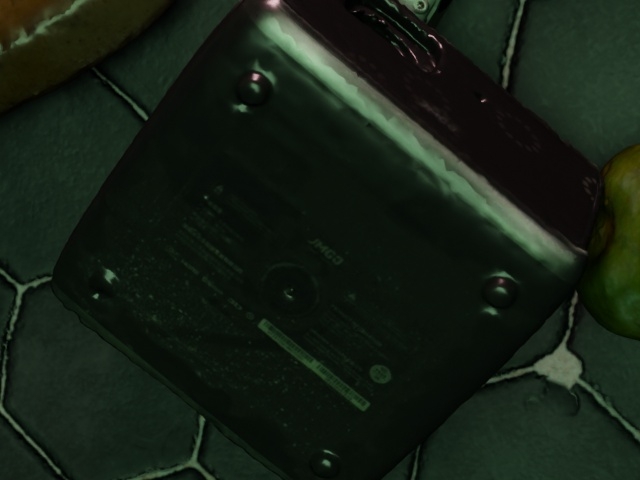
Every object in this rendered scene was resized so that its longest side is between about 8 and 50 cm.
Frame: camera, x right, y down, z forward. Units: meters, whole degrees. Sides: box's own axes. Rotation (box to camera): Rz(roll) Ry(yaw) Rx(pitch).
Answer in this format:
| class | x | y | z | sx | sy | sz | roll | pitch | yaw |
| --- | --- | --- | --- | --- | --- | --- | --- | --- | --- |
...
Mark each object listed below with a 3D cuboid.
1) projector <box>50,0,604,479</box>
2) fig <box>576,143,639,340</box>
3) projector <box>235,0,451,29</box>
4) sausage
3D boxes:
| class | x | y | z | sx | sy | sz | roll | pitch | yaw |
| --- | --- | --- | --- | --- | --- | --- | --- | --- | --- |
| projector | 0.000 | 0.000 | 1.260 | 0.395 | 0.242 | 0.405 | 39 | 120 | -4 |
| fig | 0.396 | 0.014 | 1.282 | 0.275 | 0.206 | 0.206 | 12 | 99 | -12 |
| projector | 0.028 | -0.253 | 1.364 | 0.192 | 0.099 | 0.256 | 33 | 102 | 6 |
| sausage | -0.361 | -0.207 | 1.447 | 0.501 | 0.123 | 0.136 | -22 | 61 | 14 |
